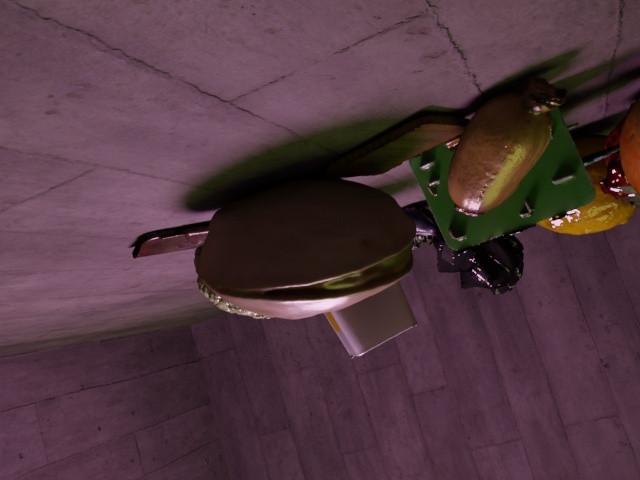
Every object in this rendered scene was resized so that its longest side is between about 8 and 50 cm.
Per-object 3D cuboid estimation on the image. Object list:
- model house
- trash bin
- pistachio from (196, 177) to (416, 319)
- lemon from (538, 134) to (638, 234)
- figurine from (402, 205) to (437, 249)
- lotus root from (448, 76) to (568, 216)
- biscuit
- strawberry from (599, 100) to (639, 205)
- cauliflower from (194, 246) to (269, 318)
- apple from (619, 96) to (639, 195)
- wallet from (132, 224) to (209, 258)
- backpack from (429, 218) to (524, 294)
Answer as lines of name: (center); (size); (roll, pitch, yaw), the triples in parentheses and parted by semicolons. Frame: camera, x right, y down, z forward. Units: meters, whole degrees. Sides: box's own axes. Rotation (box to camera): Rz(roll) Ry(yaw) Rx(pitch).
model house: (0.429, -0.174, 1.401); (0.357, 0.243, 0.312); (-26, -176, 40)
trash bin: (0.097, 0.091, 1.714); (0.295, 0.368, 0.256); (-27, 173, -11)
pistachio: (-0.029, 0.016, 1.325); (0.444, 0.282, 0.365); (-6, -156, 8)
lemon: (0.682, -0.147, 1.745); (0.315, 0.286, 0.285); (10, 179, 16)
figurine: (0.305, -0.053, 2.136); (0.145, 0.146, 0.222); (-16, 176, -2)
lotus root: (0.320, -0.166, 1.191); (0.146, 0.131, 0.303); (-20, 148, -37)
biscuit: (0.146, -0.177, 1.256); (0.254, 0.029, 0.172); (-24, 169, 41)
strawberry: (0.799, -0.225, 1.472); (0.291, 0.310, 0.292); (17, 173, 2)
cauliflower: (-0.174, 0.066, 1.680); (0.272, 0.275, 0.250); (18, 114, -46)
apple: (0.699, -0.175, 1.210); (0.286, 0.286, 0.233); (-25, -149, 44)
wallet: (-0.293, -0.006, 1.506); (0.255, 0.031, 0.137); (-11, 171, -32)
backpack: (0.514, 0.028, 2.208); (0.255, 0.363, 0.445); (-51, 166, 10)
